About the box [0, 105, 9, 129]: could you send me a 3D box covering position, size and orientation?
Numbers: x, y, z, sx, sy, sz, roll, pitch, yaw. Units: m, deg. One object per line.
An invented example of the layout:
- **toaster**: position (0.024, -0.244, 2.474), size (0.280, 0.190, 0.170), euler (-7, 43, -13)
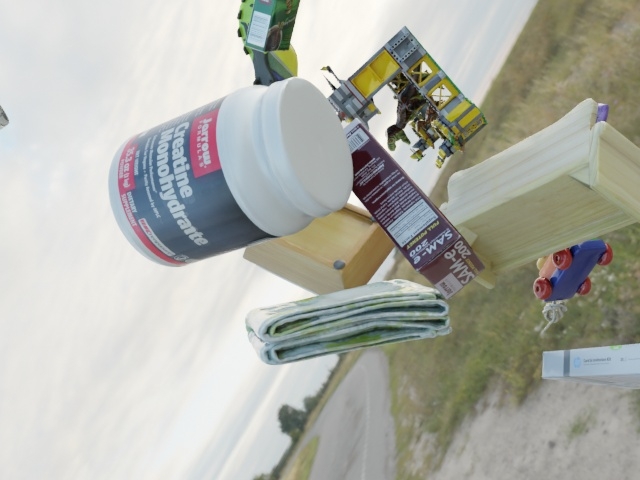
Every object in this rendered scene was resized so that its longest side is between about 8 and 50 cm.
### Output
- **box**: position (-0.654, -0.178, 0.992), size (0.307, 0.242, 0.076), euler (-43, -7, -20)

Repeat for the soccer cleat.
- **soccer cleat**: position (-0.105, -0.424, 1.497), size (0.121, 0.093, 0.289), euler (-51, -34, -38)

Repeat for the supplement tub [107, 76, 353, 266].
- **supplement tub**: position (-0.116, -0.083, 0.893), size (0.272, 0.191, 0.191), euler (-16, 18, 29)

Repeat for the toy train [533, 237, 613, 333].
- **toy train**: position (0.434, 0.049, 1.318), size (0.248, 0.105, 0.143), euler (103, 157, -48)

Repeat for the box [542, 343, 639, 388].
- **box**: position (0.381, 0.153, 0.832), size (0.186, 0.145, 0.038), euler (148, 130, -69)

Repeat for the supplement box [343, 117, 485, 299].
- **supplement box**: position (0.108, -0.043, 0.934), size (0.073, 0.239, 0.130), euler (-40, -32, 7)

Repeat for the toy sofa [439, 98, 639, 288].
- **toy sofa**: position (0.370, -0.066, 1.170), size (0.362, 0.150, 0.177), euler (-30, 37, 50)

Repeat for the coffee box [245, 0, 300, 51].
- **coffee box**: position (-0.065, -0.401, 1.126), size (0.113, 0.040, 0.184), euler (-39, -32, -66)

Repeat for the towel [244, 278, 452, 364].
- **towel**: position (0.033, 0.135, 1.234), size (0.374, 0.320, 0.090), euler (163, 99, -81)

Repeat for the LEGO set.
- **LEGO set**: position (0.120, -0.213, 1.203), size (0.192, 0.255, 0.331), euler (-42, 16, 5)

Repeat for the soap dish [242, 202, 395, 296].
- **soap dish**: position (0.000, 0.000, 1.567), size (0.229, 0.290, 0.118), euler (-49, -31, -31)
